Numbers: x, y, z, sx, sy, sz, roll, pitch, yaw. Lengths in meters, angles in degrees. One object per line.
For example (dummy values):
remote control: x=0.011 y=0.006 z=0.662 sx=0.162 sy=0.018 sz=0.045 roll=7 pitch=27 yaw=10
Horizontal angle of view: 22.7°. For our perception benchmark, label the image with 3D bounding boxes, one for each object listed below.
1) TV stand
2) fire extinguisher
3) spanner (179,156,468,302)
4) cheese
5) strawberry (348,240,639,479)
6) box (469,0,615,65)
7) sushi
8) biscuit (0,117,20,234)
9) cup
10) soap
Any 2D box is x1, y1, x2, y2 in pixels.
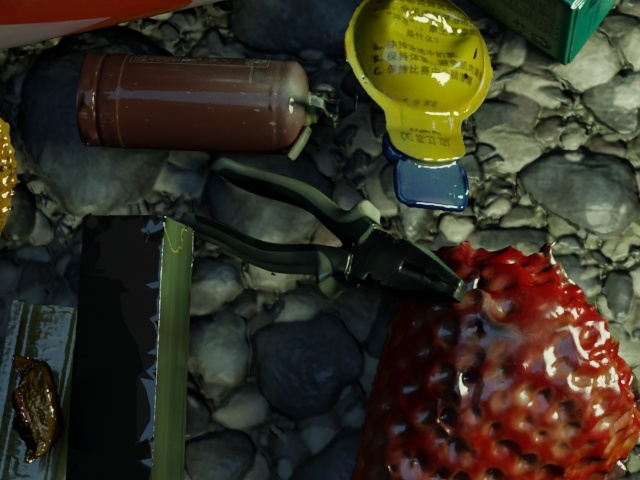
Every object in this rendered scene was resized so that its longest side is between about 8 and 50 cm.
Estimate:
TV stand: x=-0.176 y=0.113 z=1.473 sx=0.088 sy=0.083 sz=0.270 roll=-1 pitch=80 yaw=17
fire extinguisher: x=-0.095 y=-0.130 z=1.530 sx=0.269 sy=0.105 sz=0.105 roll=4 pitch=77 yaw=7
spanner: x=0.000 y=0.000 z=1.456 sx=0.324 sy=0.040 sz=0.096 roll=20 pitch=78 yaw=38
cheese: x=0.095 y=-0.144 z=1.512 sx=0.156 sy=0.064 sz=0.250 roll=7 pitch=65 yaw=-19
strawberry: x=0.137 y=0.122 z=1.421 sx=0.280 sy=0.150 sz=0.253 roll=-21 pitch=74 yaw=-1
box: x=0.165 y=-0.289 z=1.516 sx=0.245 sy=0.153 sz=0.092 roll=36 pitch=81 yaw=12
sushi: x=-0.263 y=0.156 z=1.467 sx=0.047 sy=0.050 sz=0.099 roll=-12 pitch=66 yaw=-3
biscuit: x=-0.412 y=-0.065 z=1.530 sx=0.254 sy=0.035 sz=0.254 roll=4 pitch=105 yaw=14
cup: x=-0.240 y=-0.281 z=1.553 sx=0.288 sy=0.203 sz=0.203 roll=-8 pitch=75 yaw=-2
soap: x=-0.269 y=0.183 z=1.506 sx=0.092 sy=0.037 sz=0.252 roll=7 pitch=76 yaw=7
